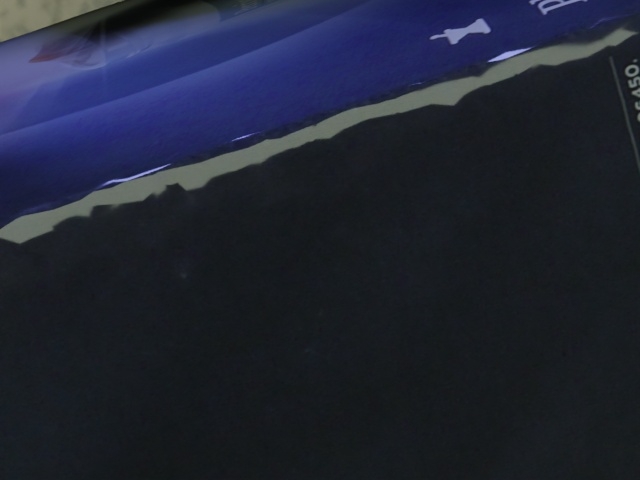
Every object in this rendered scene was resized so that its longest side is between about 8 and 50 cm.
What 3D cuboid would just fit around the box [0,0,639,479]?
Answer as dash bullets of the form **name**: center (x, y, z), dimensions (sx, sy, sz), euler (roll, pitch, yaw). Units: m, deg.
- **box**: center (0.000, 0.000, 0.707), dimensions (0.294, 0.296, 0.182), euler (-19, 107, -1)
